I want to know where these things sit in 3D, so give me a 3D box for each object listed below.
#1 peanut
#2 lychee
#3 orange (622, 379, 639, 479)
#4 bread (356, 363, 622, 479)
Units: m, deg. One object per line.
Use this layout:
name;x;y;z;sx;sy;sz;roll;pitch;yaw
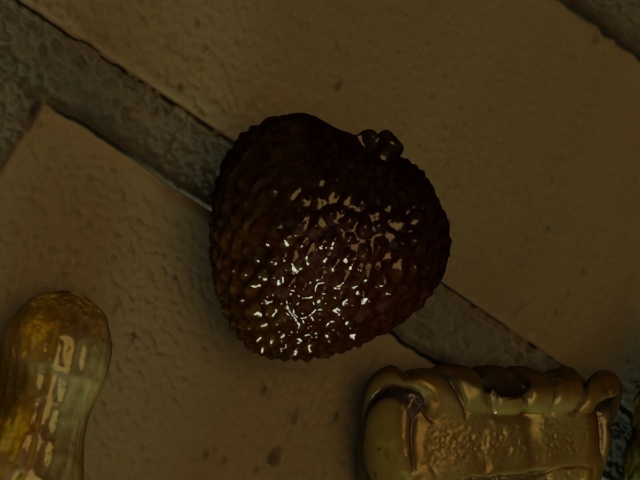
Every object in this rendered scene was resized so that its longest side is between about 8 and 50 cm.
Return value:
peanut;-0.204;0.137;1.263;0.087;0.087;0.206;18;78;-19
lychee;0.006;-0.003;1.307;0.194;0.194;0.194;2;85;-21
orange;0.408;0.189;1.409;0.329;0.249;0.329;1;86;-13
bread;0.137;0.163;1.396;0.225;0.081;0.134;6;89;-22
